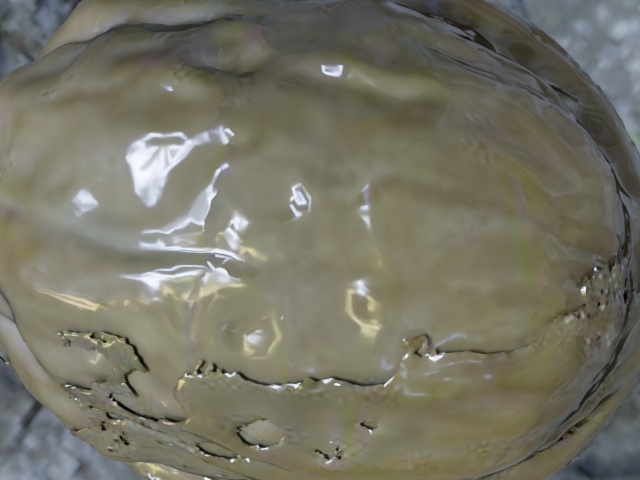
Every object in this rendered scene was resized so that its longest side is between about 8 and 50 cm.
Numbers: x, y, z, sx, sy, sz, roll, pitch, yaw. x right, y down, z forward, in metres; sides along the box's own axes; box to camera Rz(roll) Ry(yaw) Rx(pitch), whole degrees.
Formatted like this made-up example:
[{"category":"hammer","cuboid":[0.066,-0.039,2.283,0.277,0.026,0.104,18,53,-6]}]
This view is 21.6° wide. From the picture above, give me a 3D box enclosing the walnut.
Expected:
[{"category":"walnut","cuboid":[0.000,0.000,0.570,0.198,0.245,0.198,9,-90,-80]}]
